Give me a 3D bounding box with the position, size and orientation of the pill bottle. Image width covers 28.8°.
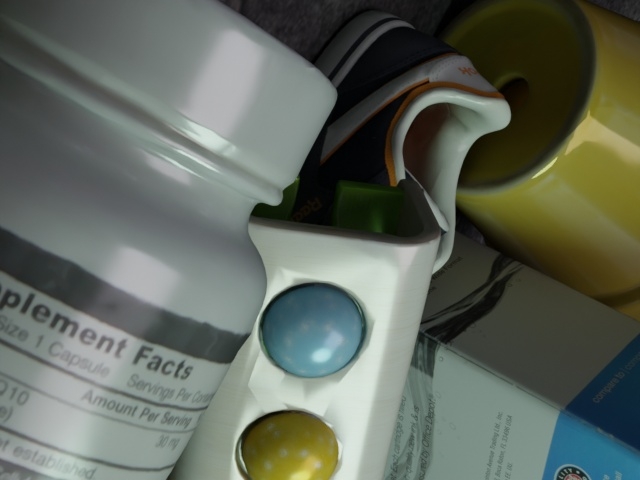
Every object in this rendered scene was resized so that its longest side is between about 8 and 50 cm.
[{"bbox_3d":[-0.152,0.048,0.562,0.361,0.204,0.204,-61,149,0],"label":"pill bottle"}]

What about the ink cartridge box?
[{"bbox_3d":[0.121,0.136,0.935,0.129,0.307,0.223,-35,141,-39],"label":"ink cartridge box"}]

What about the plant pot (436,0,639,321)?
[{"bbox_3d":[0.202,-0.072,0.961,0.239,0.254,0.254,24,96,-45],"label":"plant pot"}]

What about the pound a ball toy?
[{"bbox_3d":[-0.064,0.116,0.736,0.135,0.208,0.319,-102,-159,-65],"label":"pound a ball toy"}]

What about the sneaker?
[{"bbox_3d":[0.000,0.000,0.824,0.321,0.127,0.126,-56,150,-4],"label":"sneaker"}]
